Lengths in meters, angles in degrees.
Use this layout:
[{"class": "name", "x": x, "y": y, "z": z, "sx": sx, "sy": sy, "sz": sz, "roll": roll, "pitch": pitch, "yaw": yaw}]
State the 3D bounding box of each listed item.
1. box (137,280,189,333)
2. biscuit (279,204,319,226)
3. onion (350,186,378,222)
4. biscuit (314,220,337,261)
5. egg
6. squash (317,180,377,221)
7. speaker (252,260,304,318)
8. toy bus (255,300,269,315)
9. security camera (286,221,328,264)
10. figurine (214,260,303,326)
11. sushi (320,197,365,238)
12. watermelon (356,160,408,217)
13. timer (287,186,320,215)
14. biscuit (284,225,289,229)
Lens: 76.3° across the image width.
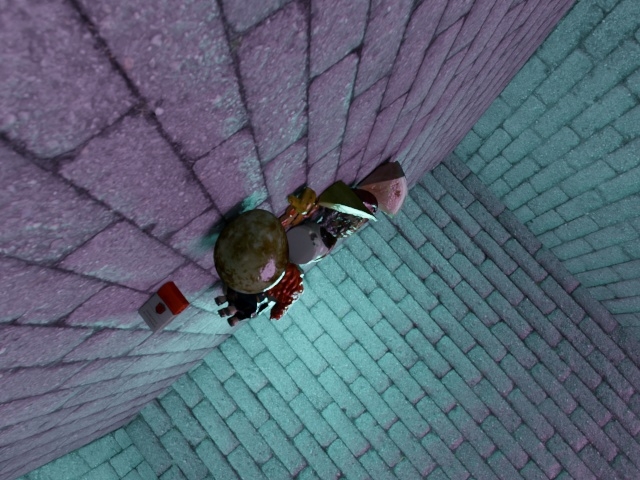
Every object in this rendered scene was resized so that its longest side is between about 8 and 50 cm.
[{"class": "box", "x": -0.522, "y": 0.223, "z": 1.357, "sx": 0.152, "sy": 0.100, "sz": 0.048, "roll": -42, "pitch": 174, "yaw": 9}, {"class": "biscuit", "x": -0.078, "y": -0.116, "z": 1.729, "sx": 0.165, "sy": 0.036, "sz": 0.250, "roll": -49, "pitch": 165, "yaw": 28}, {"class": "onion", "x": 0.180, "y": -0.177, "z": 2.132, "sx": 0.248, "sy": 0.248, "sz": 0.161, "roll": -48, "pitch": -157, "yaw": 38}, {"class": "biscuit", "x": 0.001, "y": 0.000, "z": 2.180, "sx": 0.262, "sy": 0.037, "sz": 0.262, "roll": -29, "pitch": -139, "yaw": 29}, {"class": "egg", "x": -0.215, "y": 0.031, "z": 1.296, "sx": 0.238, "sy": 0.238, "sz": 0.289, "roll": -28, "pitch": 141, "yaw": -56}, {"class": "squash", "x": 0.121, "y": -0.139, "z": 1.825, "sx": 0.169, "sy": 0.252, "sz": 0.093, "roll": -39, "pitch": 170, "yaw": -11}, {"class": "speaker", "x": -0.280, "y": 0.232, "z": 2.183, "sx": 0.406, "sy": 0.184, "sz": 0.183, "roll": -45, "pitch": 170, "yaw": 26}, {"class": "toy bus", "x": -0.363, "y": 0.283, "z": 2.058, "sx": 0.114, "sy": 0.201, "sz": 0.098, "roll": -38, "pitch": 176, "yaw": 41}, {"class": "security camera", "x": -0.059, "y": 0.008, "z": 2.016, "sx": 0.194, "sy": 0.194, "sz": 0.236, "roll": -44, "pitch": 171, "yaw": 23}, {"class": "figurine", "x": -0.277, "y": 0.241, "z": 1.863, "sx": 0.411, "sy": 0.241, "sz": 0.306, "roll": -16, "pitch": -166, "yaw": -4}, {"class": "sushi", "x": 0.103, "y": -0.112, "z": 1.995, "sx": 0.274, "sy": 0.184, "sz": 0.139, "roll": -43, "pitch": -158, "yaw": 39}, {"class": "watermelon", "x": 0.363, "y": -0.275, "z": 2.250, "sx": 0.292, "sy": 0.250, "sz": 0.283, "roll": -40, "pitch": 167, "yaw": -25}, {"class": "timer", "x": -0.069, "y": -0.154, "z": 1.540, "sx": 0.107, "sy": 0.109, "sz": 0.107, "roll": -53, "pitch": -164, "yaw": 23}, {"class": "biscuit", "x": -0.142, "y": -0.071, "z": 1.806, "sx": 0.147, "sy": 0.018, "sz": 0.071, "roll": -39, "pitch": 172, "yaw": -9}]
